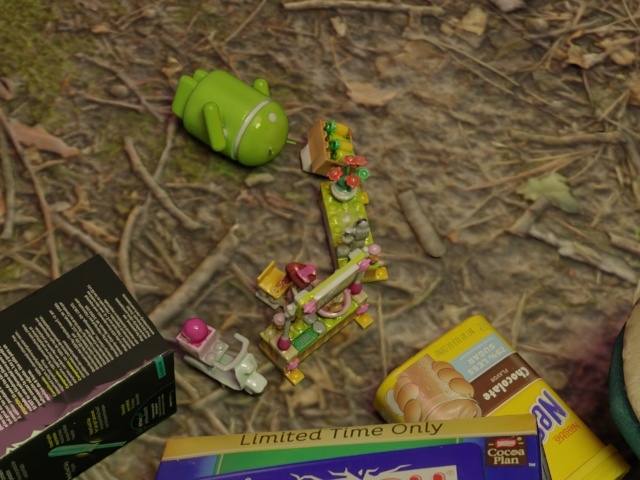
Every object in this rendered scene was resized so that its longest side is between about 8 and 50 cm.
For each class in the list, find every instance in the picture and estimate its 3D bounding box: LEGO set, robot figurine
[{"bbox_3d":[0.000,0.000,0.923,0.132,0.107,0.287,24,59,8],"label":"LEGO set"},{"bbox_3d":[-0.079,-0.112,1.006,0.115,0.067,0.101,32,31,14],"label":"robot figurine"}]

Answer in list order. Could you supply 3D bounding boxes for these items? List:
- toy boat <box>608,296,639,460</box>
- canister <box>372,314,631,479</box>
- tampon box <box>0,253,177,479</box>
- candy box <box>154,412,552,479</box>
[{"bbox_3d":[0.306,0.186,0.815,0.267,0.148,0.318,15,55,-41],"label":"toy boat"},{"bbox_3d":[0.138,0.155,0.866,0.126,0.073,0.170,-32,66,-23],"label":"canister"},{"bbox_3d":[-0.203,0.112,0.824,0.161,0.120,0.101,-32,68,-23],"label":"tampon box"},{"bbox_3d":[0.013,0.259,0.656,0.268,0.122,0.317,-8,33,13],"label":"candy box"}]
